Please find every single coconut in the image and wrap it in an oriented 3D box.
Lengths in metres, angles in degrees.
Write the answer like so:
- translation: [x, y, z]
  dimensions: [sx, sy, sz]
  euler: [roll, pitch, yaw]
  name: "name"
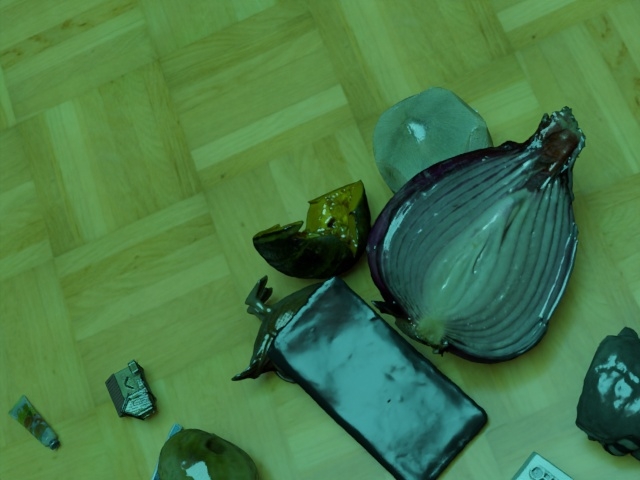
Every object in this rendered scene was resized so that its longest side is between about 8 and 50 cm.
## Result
- translation: [0.154, -0.127, 1.743]
  dimensions: [0.161, 0.162, 0.161]
  euler: [-5, 69, 14]
  name: "coconut"

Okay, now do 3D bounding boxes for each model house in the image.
- translation: [-0.266, 0.218, 1.788]
  dimensions: [0.058, 0.057, 0.083]
  euler: [-27, 66, -1]
  name: "model house"

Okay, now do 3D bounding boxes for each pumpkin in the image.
- translation: [0.000, 0.000, 1.754]
  dimensions: [0.183, 0.108, 0.119]
  euler: [-29, 13, -36]
  name: "pumpkin"

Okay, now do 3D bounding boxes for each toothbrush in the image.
- translation: [-0.230, 0.327, 1.759]
  dimensions: [0.017, 0.014, 0.162]
  euler: [15, 74, 40]
  name: "toothbrush"

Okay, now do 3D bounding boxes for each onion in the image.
- translation: [0.210, -0.019, 1.659]
  dimensions: [0.267, 0.159, 0.349]
  euler: [39, 86, -19]
  name: "onion"

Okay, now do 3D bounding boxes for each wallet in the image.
- translation: [0.072, 0.188, 1.679]
  dimensions: [0.285, 0.030, 0.146]
  euler: [43, 89, 8]
  name: "wallet"

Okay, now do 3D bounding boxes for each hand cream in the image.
- translation: [-0.410, 0.263, 1.831]
  dimensions: [0.102, 0.022, 0.035]
  euler: [38, 88, 30]
  name: "hand cream"

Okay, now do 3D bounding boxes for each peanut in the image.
- translation: [-0.122, 0.344, 1.671]
  dimensions: [0.236, 0.120, 0.110]
  euler: [49, 123, 20]
  name: "peanut"

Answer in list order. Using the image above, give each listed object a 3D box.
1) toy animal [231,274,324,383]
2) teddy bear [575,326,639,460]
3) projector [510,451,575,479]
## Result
- translation: [-0.031, 0.139, 1.741]
  dimensions: [0.179, 0.089, 0.188]
  euler: [34, 78, 12]
  name: "toy animal"
- translation: [0.419, 0.233, 1.544]
  dimensions: [0.251, 0.144, 0.171]
  euler: [37, 86, 34]
  name: "teddy bear"
- translation: [0.289, 0.351, 1.574]
  dimensions: [0.147, 0.061, 0.115]
  euler: [37, 82, 25]
  name: "projector"
